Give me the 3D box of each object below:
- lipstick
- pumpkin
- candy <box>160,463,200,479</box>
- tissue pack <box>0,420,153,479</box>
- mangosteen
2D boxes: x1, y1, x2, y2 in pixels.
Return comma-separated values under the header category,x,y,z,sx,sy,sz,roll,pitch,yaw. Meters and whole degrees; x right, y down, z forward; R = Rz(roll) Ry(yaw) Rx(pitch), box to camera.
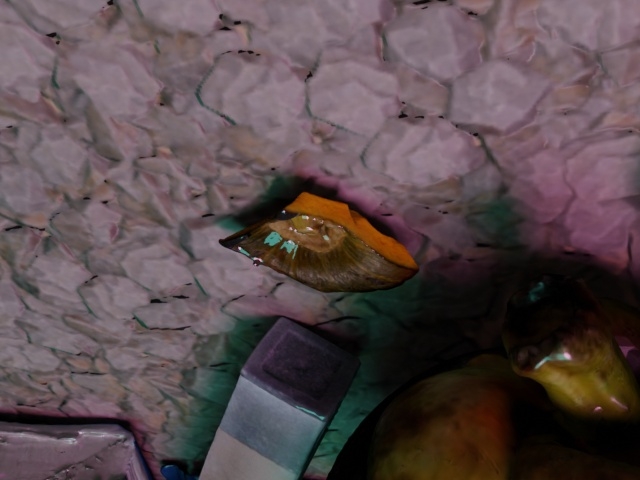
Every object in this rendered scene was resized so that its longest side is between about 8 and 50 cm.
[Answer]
category,x,y,z,sx,sy,sz,roll,pitch,yaw
lipstick,-0.059,0.196,0.648,0.068,0.066,0.317,28,128,7
pumpkin,0.001,0.001,0.502,0.101,0.035,0.073,26,145,-23
candy,0.024,0.285,0.767,0.331,0.077,0.187,4,128,7
tissue pack,-0.242,0.282,0.748,0.198,0.146,0.263,1,136,6
mangosteen,0.149,0.191,0.489,0.330,0.330,0.330,4,137,4
